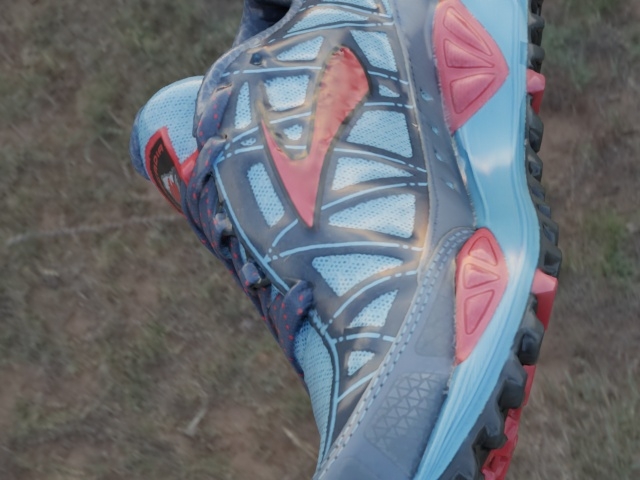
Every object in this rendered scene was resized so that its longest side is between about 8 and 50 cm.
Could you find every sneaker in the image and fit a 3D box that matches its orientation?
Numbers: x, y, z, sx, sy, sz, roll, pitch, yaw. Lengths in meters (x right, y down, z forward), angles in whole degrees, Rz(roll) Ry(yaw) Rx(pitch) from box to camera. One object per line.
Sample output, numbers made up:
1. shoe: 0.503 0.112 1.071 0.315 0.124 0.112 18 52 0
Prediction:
1. sneaker: 0.000 0.000 0.417 0.125 0.104 0.262 9 41 0
